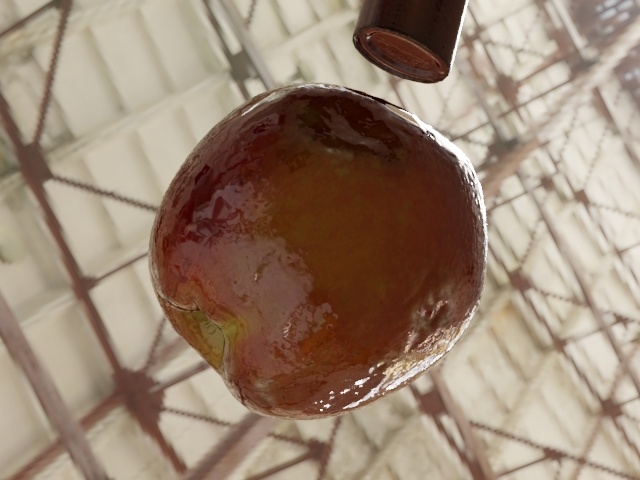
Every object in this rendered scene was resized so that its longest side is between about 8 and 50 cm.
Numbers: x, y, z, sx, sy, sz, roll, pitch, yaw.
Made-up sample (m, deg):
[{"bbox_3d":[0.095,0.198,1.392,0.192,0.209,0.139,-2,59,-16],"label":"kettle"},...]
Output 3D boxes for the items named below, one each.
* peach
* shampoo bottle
[{"bbox_3d":[0.000,0.000,1.027,0.243,0.199,0.243,-12,-69,-33],"label":"peach"},{"bbox_3d":[0.106,-0.282,1.466,0.102,0.064,0.260,23,-119,-16],"label":"shampoo bottle"}]
